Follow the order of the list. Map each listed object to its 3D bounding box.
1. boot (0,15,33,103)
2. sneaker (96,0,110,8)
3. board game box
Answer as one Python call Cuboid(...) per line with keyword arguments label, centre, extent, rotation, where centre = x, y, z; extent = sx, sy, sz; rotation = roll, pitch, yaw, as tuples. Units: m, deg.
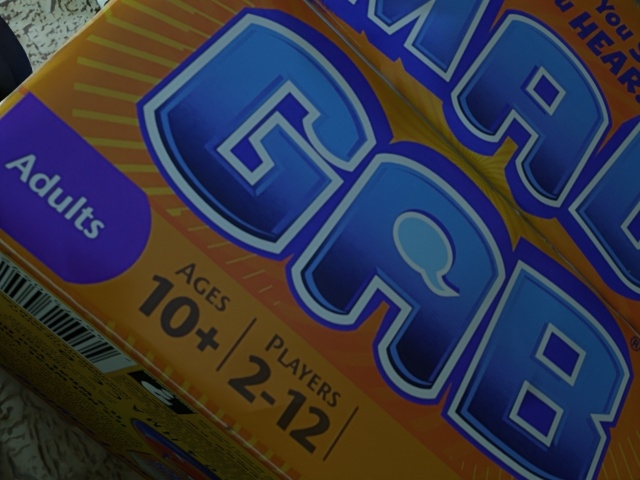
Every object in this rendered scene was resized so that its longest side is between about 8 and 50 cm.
Cuboid(label="boot", centre=(-0.309, 0.018, 0.382), extent=(0.131, 0.348, 0.260), rotation=(50, 36, -39))
Cuboid(label="sneaker", centre=(-0.091, -0.357, 0.883), extent=(0.447, 0.169, 0.257), rotation=(-35, 100, -32))
Cuboid(label="board game box", centre=(0.000, 0.000, 0.552), extent=(0.356, 0.356, 0.356), rotation=(42, 63, -13))
